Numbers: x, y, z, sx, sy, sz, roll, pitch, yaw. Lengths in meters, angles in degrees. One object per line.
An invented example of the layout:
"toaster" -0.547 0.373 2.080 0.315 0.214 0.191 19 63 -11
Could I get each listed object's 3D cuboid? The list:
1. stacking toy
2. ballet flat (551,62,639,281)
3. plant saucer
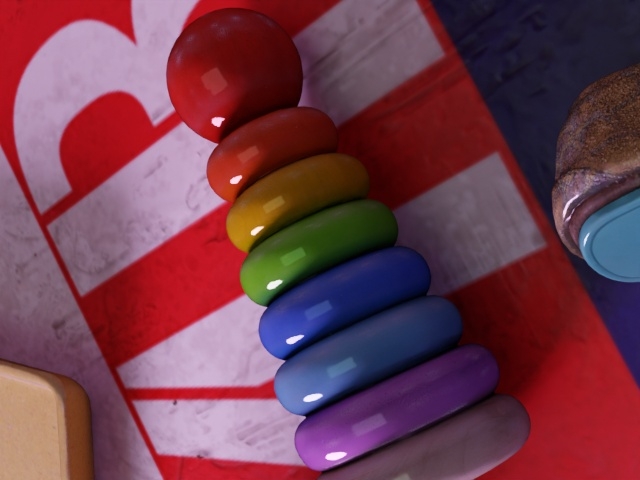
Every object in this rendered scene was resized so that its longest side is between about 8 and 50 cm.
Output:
"stacking toy" 0.000 0.000 0.558 0.141 0.141 0.330 -31 77 32
"ballet flat" 0.263 -0.083 0.384 0.348 0.123 0.123 -21 90 33
"plant saucer" -0.321 0.239 0.820 0.332 0.081 0.333 9 105 30
